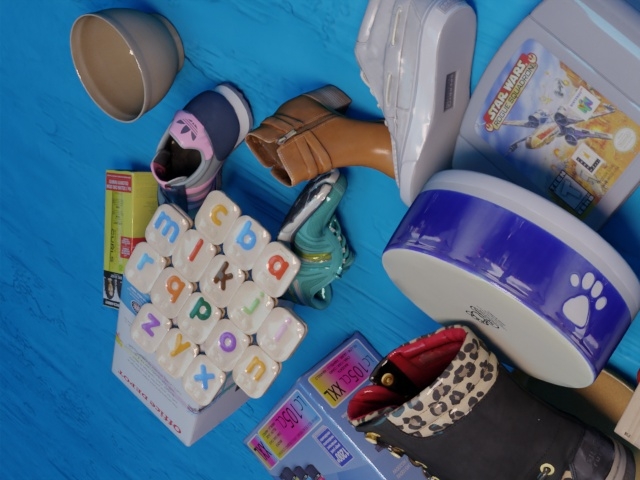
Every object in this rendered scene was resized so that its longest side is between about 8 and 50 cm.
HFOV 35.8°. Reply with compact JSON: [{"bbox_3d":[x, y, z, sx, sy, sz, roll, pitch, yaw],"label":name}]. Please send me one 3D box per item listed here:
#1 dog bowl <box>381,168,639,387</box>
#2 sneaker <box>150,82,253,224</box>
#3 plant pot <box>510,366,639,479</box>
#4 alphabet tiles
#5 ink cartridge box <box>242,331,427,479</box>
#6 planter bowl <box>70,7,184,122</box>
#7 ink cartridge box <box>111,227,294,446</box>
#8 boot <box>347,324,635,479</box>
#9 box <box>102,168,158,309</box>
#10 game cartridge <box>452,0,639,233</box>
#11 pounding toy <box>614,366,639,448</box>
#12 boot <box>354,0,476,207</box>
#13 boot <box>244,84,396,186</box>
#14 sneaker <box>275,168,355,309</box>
[{"bbox_3d":[0.200,0.044,1.062,0.265,0.104,0.265,33,166,9],"label":"dog bowl"},{"bbox_3d":[-0.211,-0.105,1.469,0.112,0.131,0.319,46,143,11],"label":"sneaker"},{"bbox_3d":[0.333,0.235,1.220,0.236,0.032,0.236,28,136,32],"label":"plant pot"},{"bbox_3d":[-0.151,0.082,1.382,0.284,0.021,0.278,41,115,18],"label":"alphabet tiles"},{"bbox_3d":[0.094,0.369,1.493,0.395,0.151,0.270,46,143,8],"label":"ink cartridge box"},{"bbox_3d":[-0.266,-0.265,1.424,0.162,0.109,0.162,29,136,31],"label":"planter bowl"},{"bbox_3d":[-0.193,0.150,1.591,0.198,0.197,0.270,40,140,18],"label":"ink cartridge box"},{"bbox_3d":[0.143,0.273,1.186,0.284,0.138,0.377,42,125,-18],"label":"boot"},{"bbox_3d":[-0.316,-0.001,1.653,0.087,0.058,0.232,10,99,44],"label":"box"},{"bbox_3d":[0.252,-0.121,1.017,0.198,0.062,0.297,40,141,12],"label":"game cartridge"},{"bbox_3d":[0.367,0.128,0.974,0.094,0.181,0.206,35,139,25],"label":"pounding toy"},{"bbox_3d":[0.100,-0.167,1.129,0.123,0.095,0.258,32,130,36],"label":"boot"},{"bbox_3d":[0.019,-0.103,1.200,0.197,0.152,0.073,36,139,24],"label":"boot"},{"bbox_3d":[0.000,0.000,1.372,0.110,0.107,0.275,25,142,5],"label":"sneaker"}]
